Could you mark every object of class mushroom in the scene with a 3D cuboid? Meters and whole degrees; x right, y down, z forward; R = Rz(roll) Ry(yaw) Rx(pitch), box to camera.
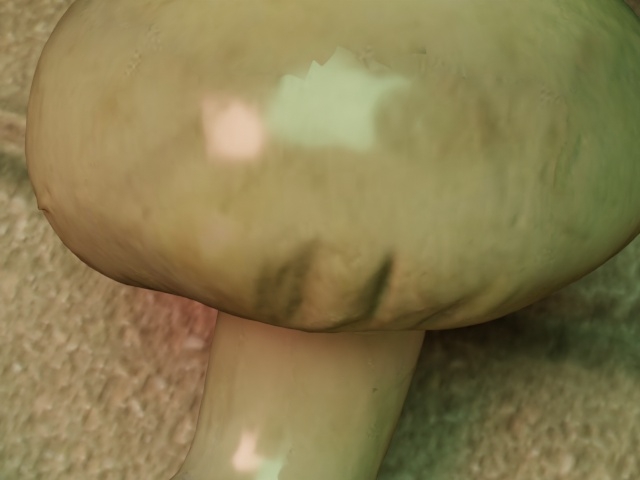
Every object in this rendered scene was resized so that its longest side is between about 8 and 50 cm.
[{"bbox_3d":[-0.011,-0.034,0.597,0.356,0.315,0.315,-41,69,-14],"label":"mushroom"}]
